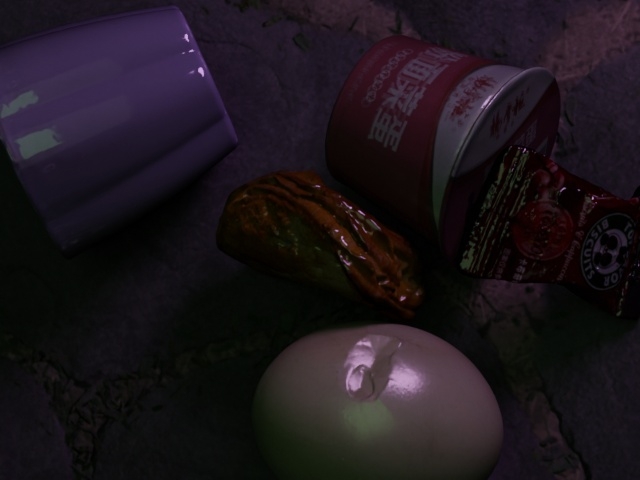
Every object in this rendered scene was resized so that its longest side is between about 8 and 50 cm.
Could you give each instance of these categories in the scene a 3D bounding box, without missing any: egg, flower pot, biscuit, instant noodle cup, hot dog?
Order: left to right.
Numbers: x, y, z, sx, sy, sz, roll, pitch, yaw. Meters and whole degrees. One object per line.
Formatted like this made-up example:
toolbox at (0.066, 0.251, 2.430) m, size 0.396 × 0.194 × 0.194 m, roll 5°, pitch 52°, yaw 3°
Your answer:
flower pot at (-0.238, -0.148, 1.862) m, size 0.243 × 0.265 × 0.265 m, roll -27°, pitch 75°, yaw -2°
hot dog at (0.003, -0.002, 1.787) m, size 0.259 × 0.175 × 0.114 m, roll 20°, pitch 81°, yaw 42°
egg at (0.059, 0.193, 1.733) m, size 0.269 × 0.219 × 0.219 m, roll 1°, pitch 81°, yaw 14°
instant noodle cup at (0.127, -0.109, 1.769) m, size 0.178 × 0.235 × 0.235 m, roll 27°, pitch 89°, yaw 26°
biscuit at (0.266, -0.009, 1.727) m, size 0.063 × 0.235 × 0.151 m, roll 30°, pitch 103°, yaw 59°
